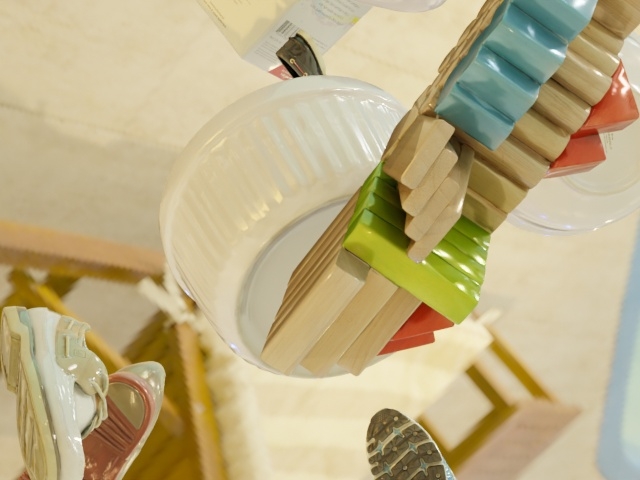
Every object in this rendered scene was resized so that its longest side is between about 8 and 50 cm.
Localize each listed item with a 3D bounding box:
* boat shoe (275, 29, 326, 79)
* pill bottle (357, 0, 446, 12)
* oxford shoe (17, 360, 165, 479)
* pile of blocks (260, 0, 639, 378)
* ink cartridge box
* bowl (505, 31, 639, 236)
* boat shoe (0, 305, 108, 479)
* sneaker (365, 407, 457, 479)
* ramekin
[{"bbox_3d":[-0.008,-0.160,1.595,0.042,0.049,0.133,-40,131,-11],"label":"boat shoe"},{"bbox_3d":[0.083,-0.399,1.409,0.188,0.188,0.333,32,76,-62],"label":"pill bottle"},{"bbox_3d":[-0.318,0.311,2.116,0.348,0.123,0.130,-49,177,21],"label":"oxford shoe"},{"bbox_3d":[0.111,-0.054,0.881,0.362,0.113,0.149,-56,-172,6],"label":"pile of blocks"},{"bbox_3d":[-0.030,-0.285,1.655,0.176,0.127,0.128,-43,155,13],"label":"ink cartridge box"},{"bbox_3d":[0.331,-0.136,1.886,0.298,0.134,0.297,-3,102,-13],"label":"bowl"},{"bbox_3d":[-0.284,0.163,1.662,0.103,0.302,0.113,0,120,-20],"label":"boat shoe"},{"bbox_3d":[0.089,0.216,1.338,0.063,0.162,0.073,-32,-168,2],"label":"sneaker"},{"bbox_3d":[0.000,0.000,1.046,0.207,0.109,0.207,-13,131,-15],"label":"ramekin"}]
